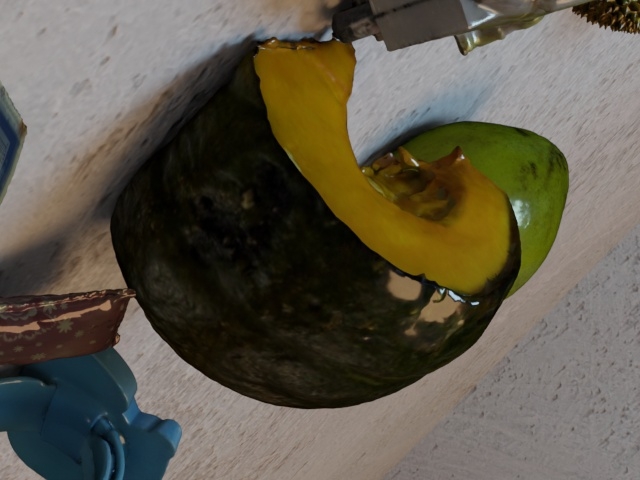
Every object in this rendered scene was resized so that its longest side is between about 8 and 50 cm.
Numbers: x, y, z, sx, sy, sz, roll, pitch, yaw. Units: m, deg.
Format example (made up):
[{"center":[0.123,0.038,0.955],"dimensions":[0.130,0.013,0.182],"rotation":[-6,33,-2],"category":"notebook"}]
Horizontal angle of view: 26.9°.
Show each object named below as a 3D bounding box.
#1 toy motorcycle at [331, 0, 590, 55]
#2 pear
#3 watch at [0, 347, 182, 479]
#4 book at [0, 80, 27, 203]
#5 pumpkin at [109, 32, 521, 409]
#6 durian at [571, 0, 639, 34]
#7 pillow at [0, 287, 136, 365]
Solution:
[{"center":[0.152,-0.212,1.004],"dimensions":[0.223,0.108,0.340],"rotation":[-27,-169,-26],"category":"toy motorcycle"},{"center":[0.161,-0.029,1.490],"dimensions":[0.269,0.212,0.212],"rotation":[-38,164,-27],"category":"pear"},{"center":[-0.250,0.204,1.206],"dimensions":[0.193,0.211,0.211],"rotation":[-49,174,-45],"category":"watch"},{"center":[-0.240,-0.031,0.723],"dimensions":[0.322,0.018,0.228],"rotation":[84,22,-69],"category":"book"},{"center":[0.000,0.000,1.108],"dimensions":[0.225,0.303,0.256],"rotation":[-45,-171,36],"category":"pumpkin"},{"center":[0.282,-0.267,1.249],"dimensions":[0.137,0.168,0.158],"rotation":[-28,178,-4],"category":"durian"},{"center":[-0.241,0.074,1.067],"dimensions":[0.185,0.043,0.118],"rotation":[-4,152,-21],"category":"pillow"}]
